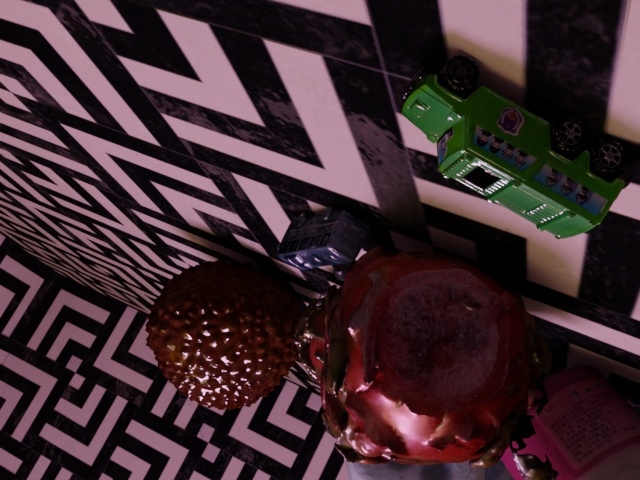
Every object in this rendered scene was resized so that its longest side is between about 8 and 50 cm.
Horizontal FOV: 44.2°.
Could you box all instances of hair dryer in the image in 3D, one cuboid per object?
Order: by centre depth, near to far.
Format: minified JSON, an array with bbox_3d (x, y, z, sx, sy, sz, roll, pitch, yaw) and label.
[{"bbox_3d":[0.016,0.030,1.126,0.083,0.031,0.079,37,177,18],"label":"hair dryer"}]

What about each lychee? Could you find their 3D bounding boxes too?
[{"bbox_3d":[-0.167,0.165,1.401,0.304,0.275,0.276,-26,129,38],"label":"lychee"}]

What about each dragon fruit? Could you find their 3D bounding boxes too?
[{"bbox_3d":[0.121,0.142,0.905,0.269,0.250,0.291,6,159,3],"label":"dragon fruit"}]

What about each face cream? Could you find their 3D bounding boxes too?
[{"bbox_3d":[0.335,0.281,0.977,0.175,0.175,0.195,46,-173,-49],"label":"face cream"}]

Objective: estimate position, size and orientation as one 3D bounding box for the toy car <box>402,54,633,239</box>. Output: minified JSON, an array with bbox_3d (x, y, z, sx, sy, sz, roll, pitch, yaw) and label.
[{"bbox_3d":[0.130,-0.062,0.553,0.165,0.062,0.071,29,165,-4],"label":"toy car"}]

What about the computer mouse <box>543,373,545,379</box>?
[{"bbox_3d":[0.266,0.227,1.115,0.086,0.137,0.269,25,164,30],"label":"computer mouse"}]

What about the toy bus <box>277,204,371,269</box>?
[{"bbox_3d":[0.000,0.000,0.964,0.047,0.065,0.166,32,163,-19],"label":"toy bus"}]

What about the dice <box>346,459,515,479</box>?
[{"bbox_3d":[0.226,0.382,1.440,0.268,0.264,0.262,16,160,39],"label":"dice"}]

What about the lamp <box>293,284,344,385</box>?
[{"bbox_3d":[0.099,0.170,1.171,0.274,0.177,0.177,18,162,25],"label":"lamp"}]
